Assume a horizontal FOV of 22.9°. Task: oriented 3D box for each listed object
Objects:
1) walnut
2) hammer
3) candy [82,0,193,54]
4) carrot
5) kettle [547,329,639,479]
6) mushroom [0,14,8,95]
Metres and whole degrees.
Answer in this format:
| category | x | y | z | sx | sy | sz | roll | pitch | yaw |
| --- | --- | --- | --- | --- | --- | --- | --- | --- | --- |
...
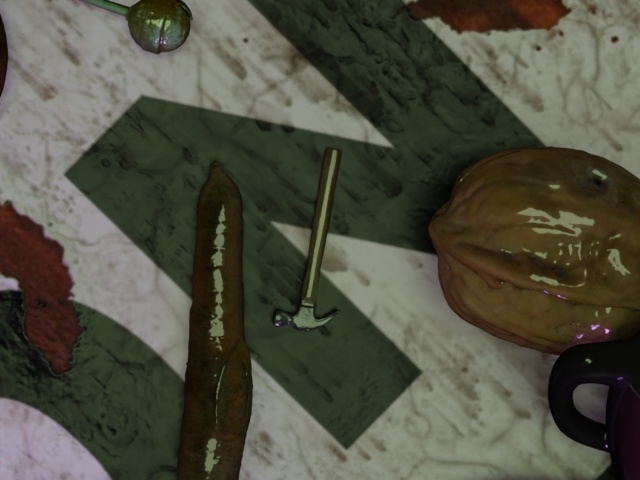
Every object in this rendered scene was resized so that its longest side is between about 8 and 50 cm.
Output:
| category | x | y | z | sx | sy | sz | roll | pitch | yaw |
| --- | --- | --- | --- | --- | --- | --- | --- | --- | --- |
| walnut | 0.221 | 0.009 | 1.484 | 0.245 | 0.198 | 0.198 | 11 | 91 | -6 |
| hammer | 0.000 | 0.000 | 1.547 | 0.062 | 0.017 | 0.182 | 11 | 90 | -6 |
| candy | -0.220 | -0.231 | 1.507 | 0.202 | 0.061 | 0.061 | 19 | 90 | 3 |
| carrot | -0.098 | 0.095 | 1.519 | 0.070 | 0.070 | 0.342 | 3 | 90 | -5 |
| kettle | 0.316 | 0.152 | 1.465 | 0.202 | 0.232 | 0.144 | 5 | 60 | 18 |
| mushroom | -0.389 | -0.166 | 1.443 | 0.194 | 0.138 | 0.231 | 21 | 90 | -6 |
